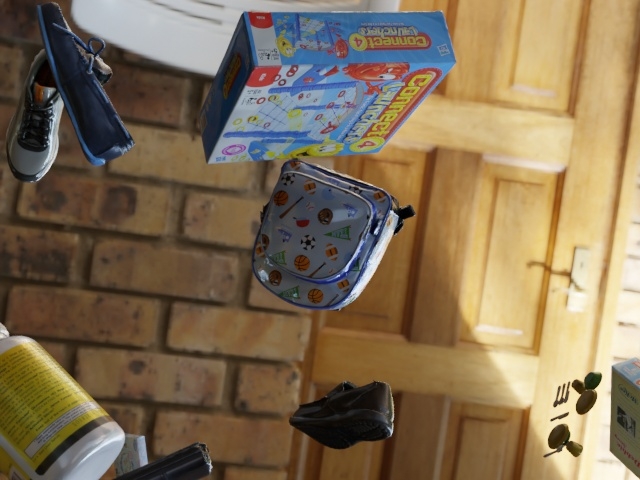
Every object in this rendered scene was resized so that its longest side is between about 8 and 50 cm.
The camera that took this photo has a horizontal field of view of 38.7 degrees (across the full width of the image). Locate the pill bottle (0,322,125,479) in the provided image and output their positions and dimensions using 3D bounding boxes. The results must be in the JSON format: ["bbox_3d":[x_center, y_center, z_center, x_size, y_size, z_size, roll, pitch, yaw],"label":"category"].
[{"bbox_3d":[-0.513,0.287,1.568,0.334,0.188,0.188,42,-170,14],"label":"pill bottle"}]

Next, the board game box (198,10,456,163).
[{"bbox_3d":[-0.003,-0.223,1.362,0.302,0.086,0.308,-6,162,-21],"label":"board game box"}]

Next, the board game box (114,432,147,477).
[{"bbox_3d":[-0.364,0.416,1.740,0.020,0.090,0.090,-7,-179,-45],"label":"board game box"}]

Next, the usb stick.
[{"bbox_3d":[-0.303,0.398,1.440,0.278,0.077,0.045,-22,-129,-16],"label":"usb stick"}]

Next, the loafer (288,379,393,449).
[{"bbox_3d":[0.037,0.242,1.283,0.080,0.078,0.220,37,150,-23],"label":"loafer"}]

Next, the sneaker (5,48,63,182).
[{"bbox_3d":[-0.540,-0.243,1.734,0.100,0.271,0.108,14,-177,-11],"label":"sneaker"}]

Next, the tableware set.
[{"bbox_3d":[0.414,0.283,1.474,0.024,0.154,0.104,35,139,-12],"label":"tableware set"}]

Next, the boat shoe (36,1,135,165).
[{"bbox_3d":[-0.360,-0.244,1.402,0.089,0.258,0.109,-21,-175,-13],"label":"boat shoe"}]

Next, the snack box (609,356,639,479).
[{"bbox_3d":[0.583,0.347,1.460,0.060,0.187,0.322,-15,-153,-15],"label":"snack box"}]

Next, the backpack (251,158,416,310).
[{"bbox_3d":[0.000,0.000,1.715,0.277,0.263,0.213,22,-172,18],"label":"backpack"}]
